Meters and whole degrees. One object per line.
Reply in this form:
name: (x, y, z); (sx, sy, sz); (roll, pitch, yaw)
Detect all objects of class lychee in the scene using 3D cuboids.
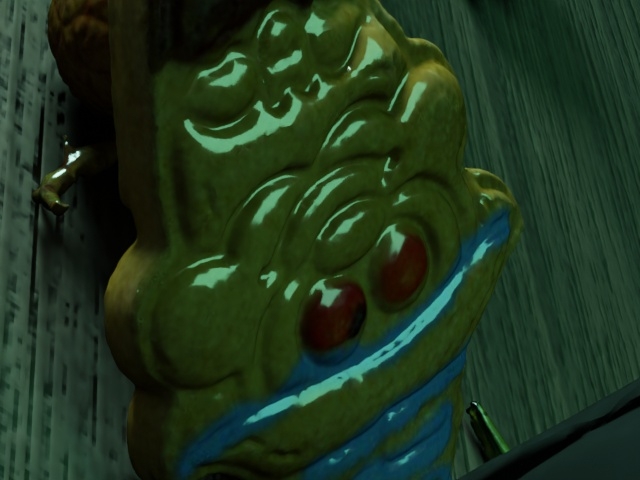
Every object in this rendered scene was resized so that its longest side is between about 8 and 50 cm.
lychee: (-0.050, -0.063, 0.593); (0.101, 0.140, 0.114); (53, -13, 16)

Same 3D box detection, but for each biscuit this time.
biscuit: (0.000, 0.000, 0.560); (0.183, 0.043, 0.280); (-42, 130, -36)

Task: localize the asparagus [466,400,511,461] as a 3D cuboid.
asparagus: (0.109, 0.141, 0.777); (0.166, 0.013, 0.016); (58, 21, -7)

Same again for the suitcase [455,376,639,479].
suitcase: (0.177, 0.167, 0.462); (0.339, 0.345, 0.188); (43, 25, -31)
